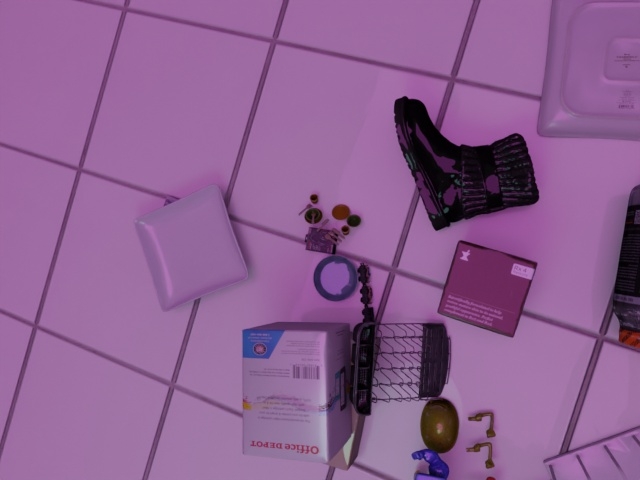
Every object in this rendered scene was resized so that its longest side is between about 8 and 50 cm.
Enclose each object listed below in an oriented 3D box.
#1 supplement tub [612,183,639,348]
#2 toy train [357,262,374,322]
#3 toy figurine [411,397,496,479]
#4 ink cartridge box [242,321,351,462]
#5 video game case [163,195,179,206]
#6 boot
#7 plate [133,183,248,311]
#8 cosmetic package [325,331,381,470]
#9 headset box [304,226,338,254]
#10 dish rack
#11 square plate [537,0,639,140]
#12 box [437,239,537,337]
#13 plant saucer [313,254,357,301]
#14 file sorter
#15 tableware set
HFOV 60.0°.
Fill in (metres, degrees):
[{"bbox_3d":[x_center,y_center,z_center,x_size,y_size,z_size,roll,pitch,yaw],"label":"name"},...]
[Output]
[{"bbox_3d":[0.730,0.060,1.143,0.207,0.207,0.338,10,90,16],"label":"supplement tub"},{"bbox_3d":[0.118,0.135,1.404,0.027,0.036,0.159,-8,87,38],"label":"toy train"},{"bbox_3d":[0.276,0.539,1.213,0.191,0.217,0.363,4,77,23],"label":"toy figurine"},{"bbox_3d":[-0.048,0.327,1.244,0.198,0.197,0.270,-1,87,18],"label":"ink cartridge box"},{"bbox_3d":[-0.376,-0.007,1.559,0.201,0.023,0.184,22,94,16],"label":"video game case"},{"bbox_3d":[0.340,-0.213,1.303,0.260,0.131,0.348,-21,93,21],"label":"boot"},{"bbox_3d":[-0.350,0.021,1.515,0.277,0.045,0.277,-22,82,14],"label":"plate"},{"bbox_3d":[0.038,0.383,1.378,0.160,0.113,0.310,11,91,17],"label":"cosmetic package"},{"bbox_3d":[0.000,0.000,1.446,0.083,0.032,0.062,10,90,15],"label":"headset box"},{"bbox_3d":[0.194,0.288,1.292,0.271,0.074,0.209,3,92,-21],"label":"dish rack"},{"bbox_3d":[0.694,-0.401,1.256,0.347,0.049,0.344,7,89,16],"label":"square plate"},{"bbox_3d":[0.371,0.103,1.246,0.168,0.203,0.167,18,93,17],"label":"box"},{"bbox_3d":[0.041,0.098,1.435,0.119,0.021,0.120,-1,88,15],"label":"plant saucer"},{"bbox_3d":[0.654,0.535,1.163,0.277,0.173,0.193,-27,81,13],"label":"file sorter"},{"bbox_3d":[0.024,-0.065,1.429,0.154,0.024,0.104,39,74,24],"label":"tableware set"}]
